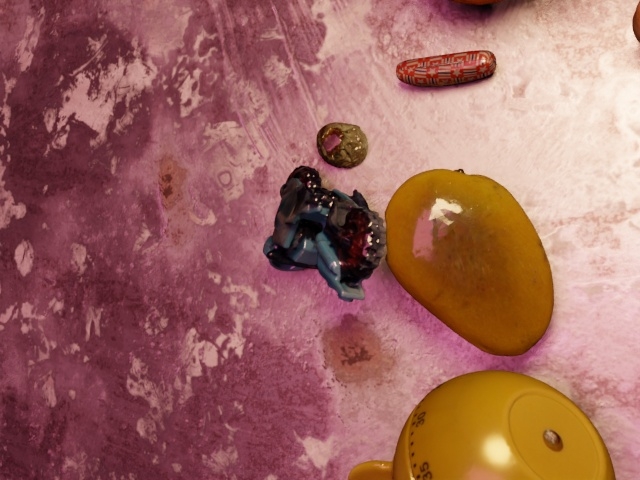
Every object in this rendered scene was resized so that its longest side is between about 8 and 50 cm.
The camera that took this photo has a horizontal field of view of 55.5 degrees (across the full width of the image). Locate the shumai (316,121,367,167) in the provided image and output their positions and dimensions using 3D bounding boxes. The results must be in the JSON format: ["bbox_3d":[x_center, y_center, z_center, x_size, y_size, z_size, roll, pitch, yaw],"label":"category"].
[{"bbox_3d":[0.030,-0.208,1.295,0.123,0.087,0.099,14,95,31],"label":"shumai"}]

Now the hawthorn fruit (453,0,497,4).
[{"bbox_3d":[0.289,-0.630,0.980,0.471,0.471,0.472,-2,85,30],"label":"hawthorn fruit"}]

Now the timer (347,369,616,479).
[{"bbox_3d":[0.266,0.402,0.994,0.376,0.376,0.387,51,135,23],"label":"timer"}]

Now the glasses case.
[{"bbox_3d":[0.244,-0.329,1.187,0.194,0.073,0.049,1,87,31],"label":"glasses case"}]

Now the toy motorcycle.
[{"bbox_3d":[0.000,0.000,1.223,0.416,0.172,0.232,41,115,56],"label":"toy motorcycle"}]

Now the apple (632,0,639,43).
[{"bbox_3d":[0.583,-0.370,0.929,0.173,0.188,0.188,22,98,18],"label":"apple"}]

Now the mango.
[{"bbox_3d":[0.263,0.036,1.073,0.253,0.182,0.365,-33,78,6],"label":"mango"}]
